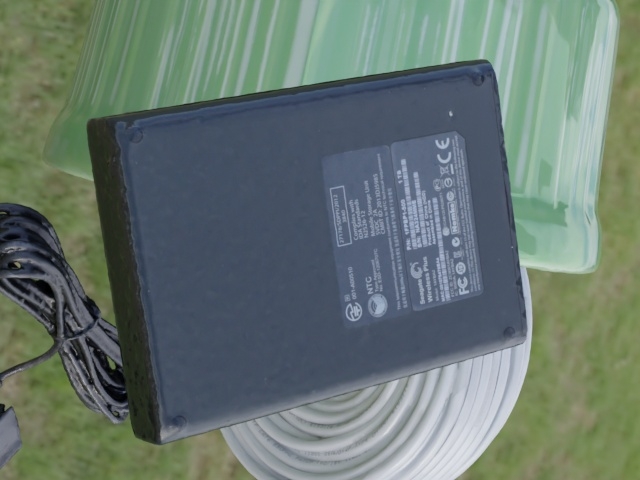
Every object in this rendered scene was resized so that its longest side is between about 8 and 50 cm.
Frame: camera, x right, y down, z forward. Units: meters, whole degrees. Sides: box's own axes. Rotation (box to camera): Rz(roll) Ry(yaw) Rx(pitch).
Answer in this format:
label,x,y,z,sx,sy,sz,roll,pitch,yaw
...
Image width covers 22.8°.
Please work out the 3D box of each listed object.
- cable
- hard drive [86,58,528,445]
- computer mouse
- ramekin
label,x,y,z,sx,sy,sz,roll,pitch,yaw
cable,0.025,0.058,1.100,0.089,0.257,0.257,8,61,-46
hard drive,0.000,0.000,0.482,0.135,0.022,0.094,-12,99,-31
computer mouse,-0.219,0.089,0.791,0.262,0.060,0.184,-24,136,-5
ramekin,0.014,-0.085,0.855,0.303,0.303,0.148,4,98,-64
